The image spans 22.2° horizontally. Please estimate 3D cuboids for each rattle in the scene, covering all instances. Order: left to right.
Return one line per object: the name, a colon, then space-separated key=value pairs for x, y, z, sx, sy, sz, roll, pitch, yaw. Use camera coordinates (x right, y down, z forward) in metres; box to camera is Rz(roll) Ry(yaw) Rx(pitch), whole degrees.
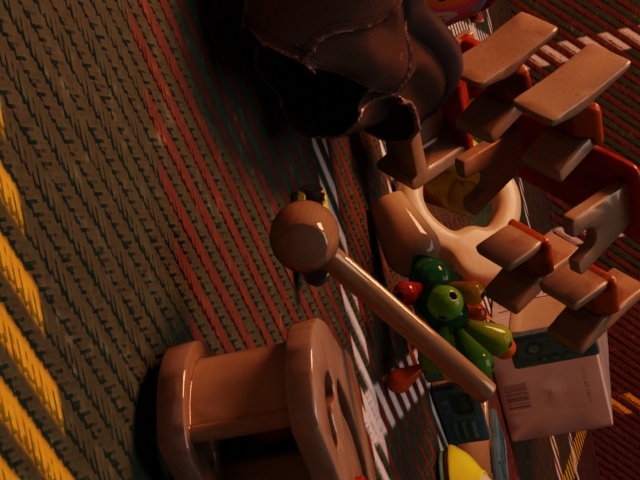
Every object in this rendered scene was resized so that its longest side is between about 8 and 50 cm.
rattle: x=0.122 y=0.011 z=1.596 sx=0.130 sy=0.143 sz=0.200 roll=4 pitch=66 yaw=-33

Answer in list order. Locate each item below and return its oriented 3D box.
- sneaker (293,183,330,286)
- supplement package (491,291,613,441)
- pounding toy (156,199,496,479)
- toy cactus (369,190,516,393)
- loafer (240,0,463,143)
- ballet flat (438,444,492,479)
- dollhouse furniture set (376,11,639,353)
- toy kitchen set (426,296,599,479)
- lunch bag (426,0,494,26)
sneaker: x=0.000 y=0.000 z=1.142 sx=0.035 sy=0.031 sz=0.083 roll=64 pitch=19 yaw=-51
supplement package: x=0.302 y=0.134 z=2.135 sx=0.244 sy=0.134 sz=0.139 roll=-74 pitch=150 yaw=-63
pounding toy: x=0.013 y=0.112 z=0.818 sx=0.154 sy=0.155 sz=0.269 roll=-20 pitch=99 yaw=-82
toy cactus: x=0.090 y=0.047 z=1.410 sx=0.180 sy=0.112 sz=0.219 roll=63 pitch=11 yaw=14
loafer: x=0.005 y=-0.136 z=1.146 sx=0.130 sy=0.134 sz=0.366 roll=-57 pitch=163 yaw=-5
ballet flat: x=0.149 y=0.275 z=1.465 sx=0.231 sy=0.077 sz=0.077 roll=-86 pitch=160 yaw=-50
dollhouse furniture set: x=0.173 y=-0.079 z=1.380 sx=0.259 sy=0.135 sz=0.262 roll=32 pitch=-30 yaw=39
toy kitchen set: x=0.199 y=0.164 z=1.575 sx=0.122 sy=0.166 sz=0.207 roll=-87 pitch=161 yaw=-48
lunch bag: x=0.050 y=-0.308 z=1.330 sx=0.258 sy=0.120 sz=0.293 roll=95 pitch=-27 yaw=-89
